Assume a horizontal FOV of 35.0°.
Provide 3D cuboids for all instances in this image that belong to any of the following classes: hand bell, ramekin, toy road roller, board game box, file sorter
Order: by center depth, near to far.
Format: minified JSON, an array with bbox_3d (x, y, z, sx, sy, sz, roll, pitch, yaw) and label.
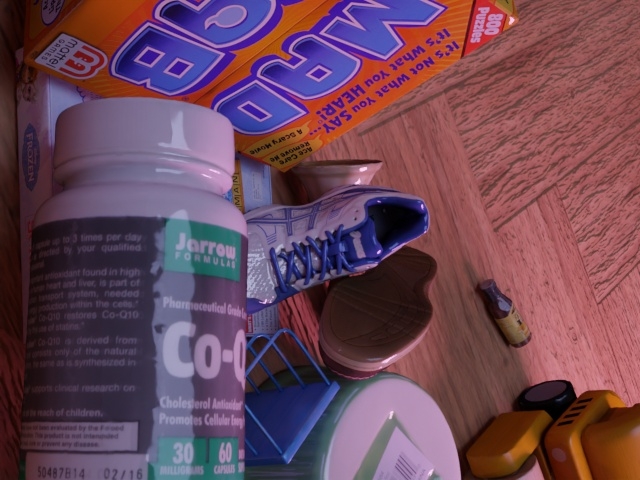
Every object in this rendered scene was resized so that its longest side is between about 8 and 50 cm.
[{"bbox_3d":[-0.063,-0.350,1.082,0.356,0.356,0.357,20,53,-40],"label":"board game box"},{"bbox_3d":[-0.091,0.175,1.132,0.104,0.170,0.118,56,47,-19],"label":"file sorter"},{"bbox_3d":[-0.187,-0.043,1.154,0.318,0.066,0.319,6,77,-47],"label":"board game box"},{"bbox_3d":[0.041,0.302,1.259,0.303,0.148,0.303,13,71,-45],"label":"ramekin"},{"bbox_3d":[0.027,0.015,1.366,0.126,0.126,0.242,-12,102,-48],"label":"hand bell"},{"bbox_3d":[0.399,0.352,1.564,0.329,0.240,0.202,-31,103,-46],"label":"toy road roller"}]

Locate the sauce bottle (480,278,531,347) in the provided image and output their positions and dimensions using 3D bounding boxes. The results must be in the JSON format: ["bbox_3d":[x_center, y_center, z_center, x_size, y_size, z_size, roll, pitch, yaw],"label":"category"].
[{"bbox_3d":[0.302,0.118,1.661,0.128,0.042,0.042,55,47,-25],"label":"sauce bottle"}]

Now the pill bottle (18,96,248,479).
[{"bbox_3d":[-0.170,0.063,0.950,0.204,0.204,0.361,10,75,-45],"label":"pill bottle"}]

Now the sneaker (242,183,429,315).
[{"bbox_3d":[0.000,0.000,1.183,0.296,0.131,0.112,-29,109,-34],"label":"sneaker"}]

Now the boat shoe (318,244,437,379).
[{"bbox_3d":[0.066,0.107,1.259,0.342,0.123,0.123,-56,165,-68],"label":"boat shoe"}]
